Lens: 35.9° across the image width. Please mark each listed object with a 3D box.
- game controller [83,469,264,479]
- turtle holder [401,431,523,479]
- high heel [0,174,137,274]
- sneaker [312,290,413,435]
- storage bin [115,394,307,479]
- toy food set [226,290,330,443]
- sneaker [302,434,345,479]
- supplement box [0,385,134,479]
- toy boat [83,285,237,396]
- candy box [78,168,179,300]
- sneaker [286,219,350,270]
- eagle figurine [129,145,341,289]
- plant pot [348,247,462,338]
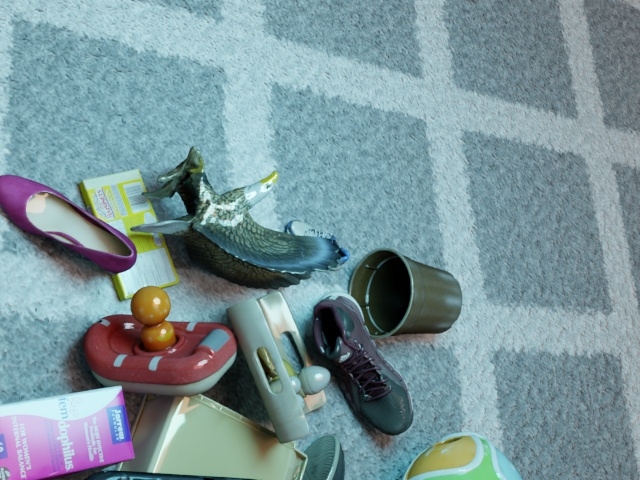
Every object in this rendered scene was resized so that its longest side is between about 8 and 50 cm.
[{"bbox_3d":[-0.193,0.413,1.381,0.319,0.067,0.166,12,81,-32],"label":"game controller"},{"bbox_3d":[0.281,0.482,1.736,0.320,0.243,0.227,30,40,-14],"label":"turtle holder"},{"bbox_3d":[-0.387,-0.030,1.502,0.244,0.117,0.082,41,67,-9],"label":"high heel"},{"bbox_3d":[0.056,0.223,1.712,0.281,0.106,0.162,59,13,7],"label":"sneaker"},{"bbox_3d":[-0.178,0.396,1.506,0.260,0.123,0.262,32,57,-23],"label":"storage bin"},{"bbox_3d":[-0.054,0.189,1.596,0.092,0.306,0.219,-23,87,3],"label":"toy food set"},{"bbox_3d":[0.011,0.447,1.666,0.118,0.083,0.222,47,43,-36],"label":"sneaker"},{"bbox_3d":[-0.392,0.283,1.399,0.220,0.114,0.111,-5,75,-39],"label":"supplement box"},{"bbox_3d":[-0.246,0.138,1.477,0.151,0.231,0.151,-48,134,-59],"label":"toy boat"},{"bbox_3d":[-0.313,-0.011,1.619,0.105,0.027,0.206,-17,83,-36],"label":"candy box"},{"bbox_3d":[0.000,0.000,1.823,0.135,0.058,0.052,35,56,-20],"label":"sneaker"},{"bbox_3d":[-0.132,-0.018,1.610,0.298,0.225,0.226,50,26,-6],"label":"eagle figurine"},{"bbox_3d":[0.166,0.105,1.849,0.165,0.167,0.167,10,67,-41],"label":"plant pot"}]
